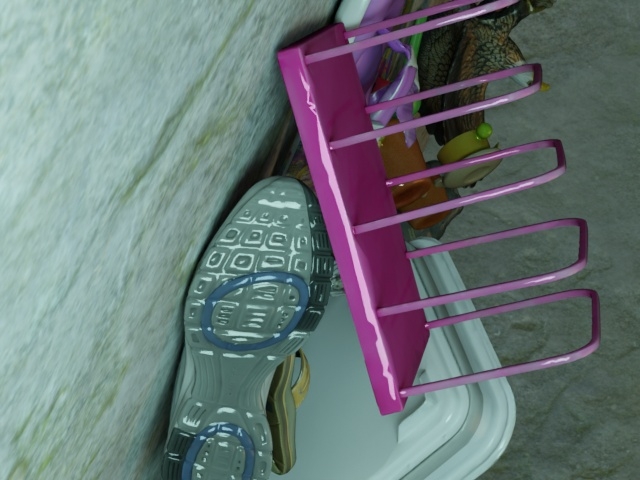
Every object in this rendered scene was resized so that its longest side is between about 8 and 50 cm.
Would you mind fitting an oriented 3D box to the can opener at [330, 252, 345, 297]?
[{"bbox_3d":[-0.021,0.023,1.347,0.074,0.093,0.280,-29,178,-11],"label":"can opener"}]

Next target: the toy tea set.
[{"bbox_3d":[0.082,-0.070,1.927,0.200,0.124,0.336,-13,157,-35],"label":"toy tea set"}]

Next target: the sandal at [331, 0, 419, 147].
[{"bbox_3d":[0.049,-0.122,1.425,0.416,0.102,0.169,106,8,-48],"label":"sandal"}]

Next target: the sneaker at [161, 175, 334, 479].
[{"bbox_3d":[-0.072,0.074,1.194,0.129,0.111,0.297,-106,-148,-62],"label":"sneaker"}]

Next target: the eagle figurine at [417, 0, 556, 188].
[{"bbox_3d":[0.223,-0.252,2.111,0.298,0.225,0.226,-54,157,18],"label":"eagle figurine"}]

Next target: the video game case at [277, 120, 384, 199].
[{"bbox_3d":[0.000,-0.060,1.346,0.087,0.011,0.122,6,120,-38],"label":"video game case"}]

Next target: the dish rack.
[{"bbox_3d":[0.012,0.165,1.398,0.333,0.072,0.285,-43,-139,21],"label":"dish rack"}]

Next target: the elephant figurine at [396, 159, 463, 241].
[{"bbox_3d":[0.119,-0.058,2.215,0.186,0.169,0.239,-39,-171,-5],"label":"elephant figurine"}]

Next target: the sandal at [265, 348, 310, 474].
[{"bbox_3d":[-0.034,0.124,1.295,0.049,0.072,0.180,-21,123,-33],"label":"sandal"}]

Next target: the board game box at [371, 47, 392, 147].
[{"bbox_3d":[0.059,-0.126,1.595,0.133,0.033,0.168,-53,163,-56],"label":"board game box"}]

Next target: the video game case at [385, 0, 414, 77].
[{"bbox_3d":[0.069,-0.227,1.626,0.193,0.023,0.212,-61,171,-47],"label":"video game case"}]

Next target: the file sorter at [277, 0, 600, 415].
[{"bbox_3d":[0.108,-0.045,1.175,0.202,0.182,0.290,-54,129,-73],"label":"file sorter"}]

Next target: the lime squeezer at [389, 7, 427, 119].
[{"bbox_3d":[0.085,-0.163,1.987,0.110,0.059,0.310,44,-64,61],"label":"lime squeezer"}]
